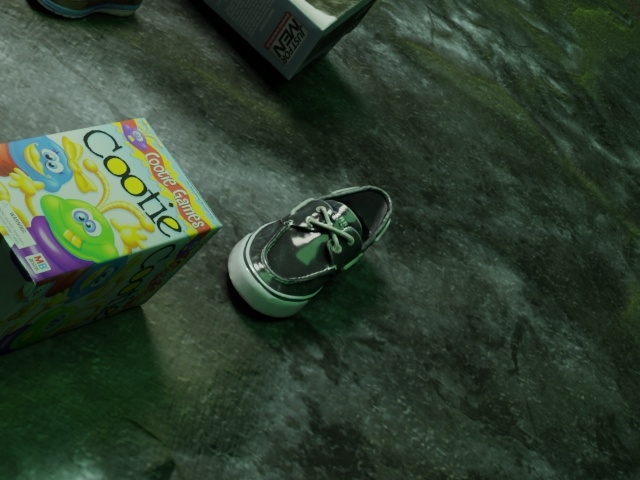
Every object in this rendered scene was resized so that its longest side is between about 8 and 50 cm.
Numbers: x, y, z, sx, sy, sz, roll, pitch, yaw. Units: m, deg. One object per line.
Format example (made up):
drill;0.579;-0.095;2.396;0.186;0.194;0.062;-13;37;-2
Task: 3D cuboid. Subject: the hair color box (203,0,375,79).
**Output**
hair color box;-0.108;-0.413;1.966;0.374;0.113;0.185;43;46;3

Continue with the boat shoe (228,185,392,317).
boat shoe;0.000;0.000;1.685;0.108;0.102;0.301;51;30;8

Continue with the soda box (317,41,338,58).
soda box;-0.042;-0.352;2.092;0.058;0.063;0.183;-7;59;-51

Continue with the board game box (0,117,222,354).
board game box;-0.247;-0.003;1.339;0.142;0.144;0.275;53;32;10

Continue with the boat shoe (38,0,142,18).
boat shoe;-0.278;-0.316;1.750;0.066;0.066;0.183;54;31;13
